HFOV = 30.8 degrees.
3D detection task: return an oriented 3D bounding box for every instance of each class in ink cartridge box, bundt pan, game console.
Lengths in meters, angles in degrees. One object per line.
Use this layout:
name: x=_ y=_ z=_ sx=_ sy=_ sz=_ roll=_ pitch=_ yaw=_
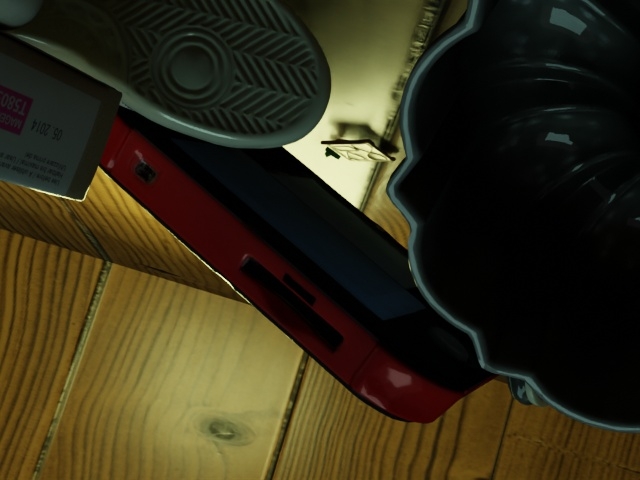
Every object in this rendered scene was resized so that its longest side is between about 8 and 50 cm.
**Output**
ink cartridge box: x=-0.270 y=-0.104 z=0.726 sx=0.193 sy=0.088 sz=0.234 roll=19 pitch=179 yaw=21
bundt pan: x=0.206 y=-0.049 z=0.593 sx=0.331 sy=0.124 sz=0.331 roll=8 pitch=128 yaw=10
game console: x=0.000 y=0.000 z=1.032 sx=0.386 sy=0.060 sz=0.342 roll=41 pitch=-163 yaw=15

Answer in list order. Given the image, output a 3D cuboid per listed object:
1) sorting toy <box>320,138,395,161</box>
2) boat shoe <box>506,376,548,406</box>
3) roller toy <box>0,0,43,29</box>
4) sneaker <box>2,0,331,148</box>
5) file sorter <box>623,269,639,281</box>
sorting toy: x=0.029 y=-0.095 z=1.197 sx=0.083 sy=0.012 sz=0.062 roll=3 pitch=167 yaw=38
boat shoe: x=0.169 y=0.030 z=1.014 sx=0.079 sy=0.233 sz=0.084 roll=-13 pitch=165 yaw=37
roller toy: x=-0.234 y=-0.217 z=0.663 sx=0.209 sy=0.146 sz=0.191 roll=18 pitch=180 yaw=10
sneaker: x=-0.157 y=-0.163 z=0.903 sx=0.350 sy=0.131 sz=0.148 roll=23 pitch=175 yaw=1
file sorter: x=0.235 y=-0.016 z=0.870 sx=0.193 sy=0.173 sz=0.277 roll=7 pitch=165 yaw=38
